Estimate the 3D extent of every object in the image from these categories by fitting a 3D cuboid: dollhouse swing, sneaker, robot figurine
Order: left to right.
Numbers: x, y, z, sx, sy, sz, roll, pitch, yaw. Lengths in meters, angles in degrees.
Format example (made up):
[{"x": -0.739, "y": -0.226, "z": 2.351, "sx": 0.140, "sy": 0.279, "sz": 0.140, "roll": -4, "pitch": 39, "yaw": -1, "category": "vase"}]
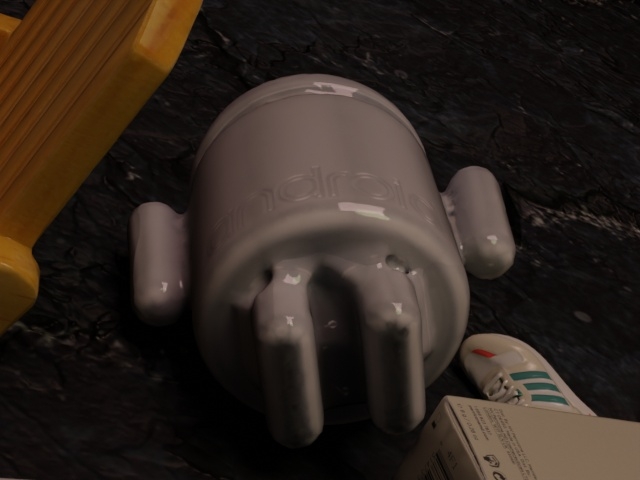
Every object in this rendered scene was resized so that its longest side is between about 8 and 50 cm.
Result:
[{"x": -0.283, "y": -0.134, "z": 0.836, "sx": 0.315, "sy": 0.305, "sz": 0.346, "roll": 17, "pitch": 31, "yaw": -19, "category": "dollhouse swing"}, {"x": 0.000, "y": 0.000, "z": 0.960, "sx": 0.300, "sy": 0.199, "sz": 0.353, "roll": -5, "pitch": 34, "yaw": -5, "category": "robot figurine"}, {"x": 0.169, "y": 0.137, "z": 1.029, "sx": 0.161, "sy": 0.057, "sz": 0.075, "roll": 44, "pitch": 27, "yaw": 23, "category": "sneaker"}]

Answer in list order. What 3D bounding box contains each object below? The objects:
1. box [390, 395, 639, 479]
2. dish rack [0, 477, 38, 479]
[{"x": 0.192, "y": 0.195, "z": 0.899, "sx": 0.275, "sy": 0.113, "sz": 0.094, "roll": 10, "pitch": 33, "yaw": -26, "category": "box"}, {"x": -0.150, "y": 0.252, "z": 0.556, "sx": 0.286, "sy": 0.072, "sz": 0.332, "roll": 11, "pitch": 32, "yaw": -29, "category": "dish rack"}]
